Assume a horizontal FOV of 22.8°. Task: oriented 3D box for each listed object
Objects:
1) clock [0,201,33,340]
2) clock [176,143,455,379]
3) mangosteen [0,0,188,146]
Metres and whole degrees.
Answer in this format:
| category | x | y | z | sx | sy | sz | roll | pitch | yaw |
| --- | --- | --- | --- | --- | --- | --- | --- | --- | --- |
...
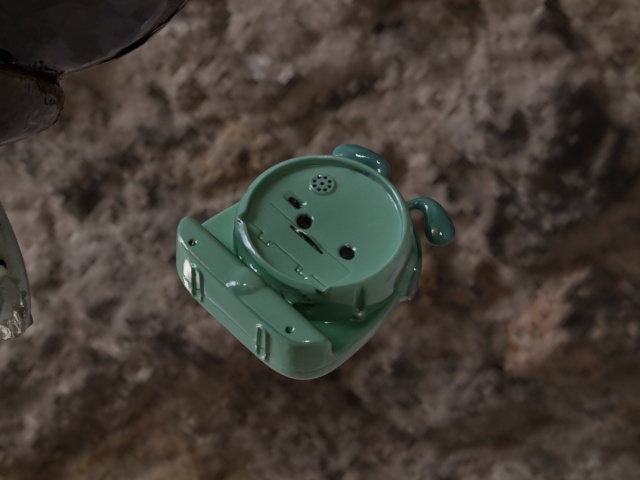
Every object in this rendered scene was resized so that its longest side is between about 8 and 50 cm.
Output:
| category | x | y | z | sx | sy | sz | roll | pitch | yaw |
| --- | --- | --- | --- | --- | --- | --- | --- | --- | --- |
| clock | -0.232 | -0.038 | 0.775 | 0.053 | 0.236 | 0.236 | -38 | 8 | -27 |
| clock | 0.000 | 0.001 | 1.139 | 0.188 | 0.148 | 0.060 | -39 | -26 | -28 |
| mangosteen | -0.100 | -0.098 | 0.473 | 0.152 | 0.152 | 0.152 | -46 | 15 | 15 |
